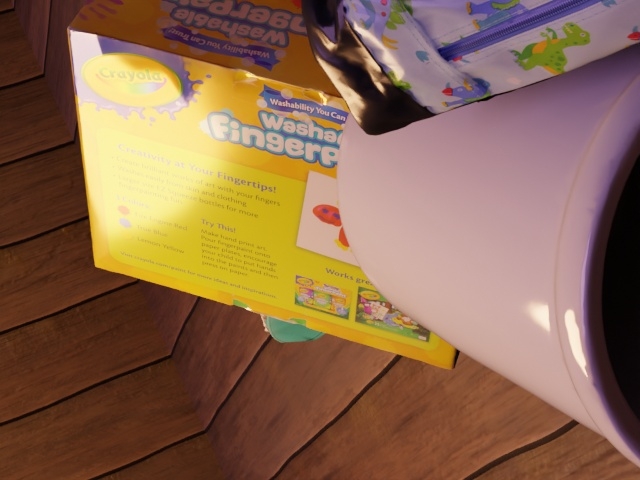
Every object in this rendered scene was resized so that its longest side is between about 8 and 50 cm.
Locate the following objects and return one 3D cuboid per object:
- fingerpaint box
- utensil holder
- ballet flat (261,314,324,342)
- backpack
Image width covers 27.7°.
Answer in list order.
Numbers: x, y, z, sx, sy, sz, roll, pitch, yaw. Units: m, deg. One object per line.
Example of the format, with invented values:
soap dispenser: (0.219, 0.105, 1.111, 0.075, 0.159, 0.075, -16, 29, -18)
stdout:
fingerpaint box: (-0.026, -0.086, 1.416, 0.445, 0.163, 0.371, 15, 139, 10)
utensil holder: (0.226, -0.023, 0.983, 0.385, 0.328, 0.327, 25, 132, 64)
ballet flat: (0.000, 0.000, 1.859, 0.147, 0.147, 0.409, 59, 154, 24)
backpack: (0.171, -0.235, 0.760, 0.356, 0.290, 0.273, 3, 139, 42)
